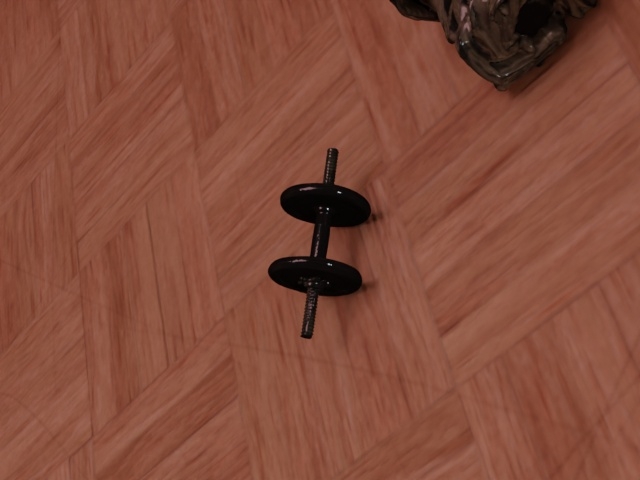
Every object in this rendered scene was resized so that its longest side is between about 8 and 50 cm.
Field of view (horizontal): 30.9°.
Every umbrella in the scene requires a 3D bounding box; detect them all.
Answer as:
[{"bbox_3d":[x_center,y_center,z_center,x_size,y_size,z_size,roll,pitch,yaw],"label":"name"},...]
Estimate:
[{"bbox_3d":[0.079,-0.251,0.857,0.113,0.106,0.357,-50,39,26],"label":"umbrella"}]

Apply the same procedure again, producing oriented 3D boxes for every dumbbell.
[{"bbox_3d":[0.000,0.000,0.848,0.069,0.069,0.147,-15,61,47],"label":"dumbbell"}]
